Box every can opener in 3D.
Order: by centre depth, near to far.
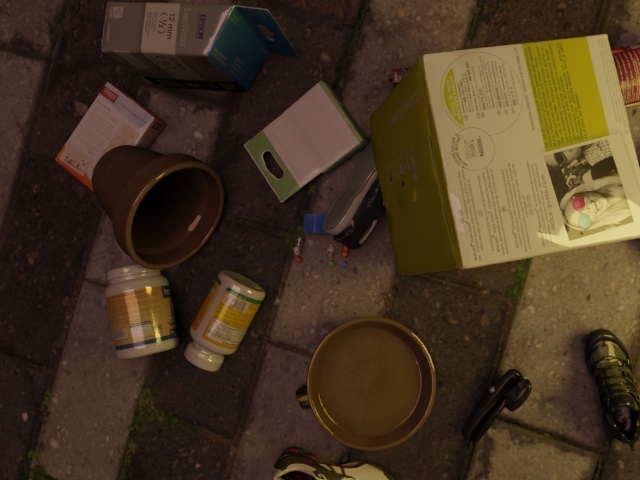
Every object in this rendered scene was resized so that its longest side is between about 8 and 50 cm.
[{"bbox_3d":[0.359,0.344,1.203,0.059,0.073,0.186,40,105,2],"label":"can opener"}]

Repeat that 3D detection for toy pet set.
[{"bbox_3d":[0.000,0.000,1.283,0.122,0.065,0.114,4,89,11],"label":"toy pet set"}]

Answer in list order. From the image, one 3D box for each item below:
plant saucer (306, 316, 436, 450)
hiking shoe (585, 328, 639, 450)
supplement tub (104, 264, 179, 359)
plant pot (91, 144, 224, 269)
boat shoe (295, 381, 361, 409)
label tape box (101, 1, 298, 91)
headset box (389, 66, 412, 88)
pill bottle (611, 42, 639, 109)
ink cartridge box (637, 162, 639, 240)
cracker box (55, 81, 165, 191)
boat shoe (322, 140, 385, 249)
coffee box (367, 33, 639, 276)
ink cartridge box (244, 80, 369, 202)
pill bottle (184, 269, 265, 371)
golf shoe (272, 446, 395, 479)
[{"bbox_3d":[0.107,0.301,1.230,0.277,0.041,0.278,1,85,-5],"label":"plant saucer"},{"bbox_3d":[0.585,0.286,1.128,0.086,0.114,0.227,-15,85,10],"label":"hiking shoe"},{"bbox_3d":[-0.410,0.160,1.320,0.144,0.144,0.200,-13,86,11],"label":"supplement tub"},{"bbox_3d":[-0.384,-0.101,1.296,0.229,0.263,0.263,33,95,30],"label":"plant pot"},{"bbox_3d":[0.023,0.334,1.277,0.152,0.056,0.049,-13,111,3],"label":"boat shoe"},{"bbox_3d":[-0.249,-0.410,1.255,0.347,0.249,0.115,8,89,12],"label":"label tape box"},{"bbox_3d":[0.192,-0.352,1.259,0.083,0.062,0.032,-2,87,12],"label":"headset box"},{"bbox_3d":[0.606,-0.321,1.143,0.221,0.121,0.121,-11,86,11],"label":"pill bottle"},{"bbox_3d":[0.737,-0.122,1.140,0.186,0.065,0.311,45,99,10],"label":"ink cartridge box"},{"bbox_3d":[-0.506,-0.239,1.395,0.155,0.067,0.232,38,96,10],"label":"cracker box"},{"bbox_3d":[0.118,-0.122,1.253,0.091,0.114,0.302,37,85,-28],"label":"boat shoe"},{"bbox_3d":[0.306,-0.130,1.044,0.334,0.337,0.338,-10,86,-10],"label":"coffee box"},{"bbox_3d":[-0.034,-0.219,1.305,0.235,0.056,0.171,-36,81,19],"label":"ink cartridge box"},{"bbox_3d":[-0.219,0.181,1.295,0.117,0.117,0.208,28,93,11],"label":"pill bottle"},{"bbox_3d":[0.027,0.526,1.232,0.272,0.120,0.105,8,88,10],"label":"golf shoe"}]
